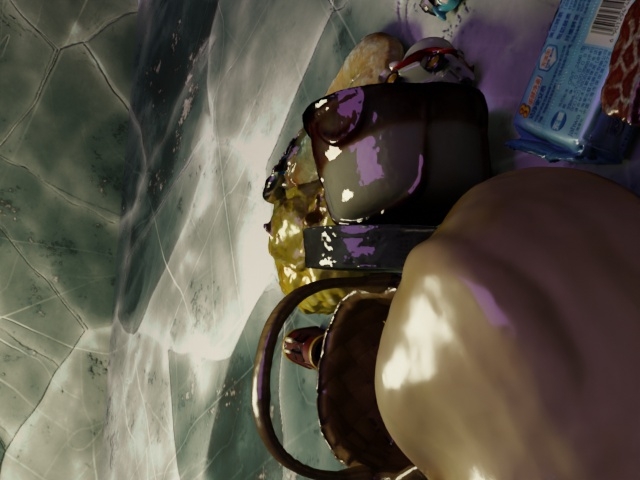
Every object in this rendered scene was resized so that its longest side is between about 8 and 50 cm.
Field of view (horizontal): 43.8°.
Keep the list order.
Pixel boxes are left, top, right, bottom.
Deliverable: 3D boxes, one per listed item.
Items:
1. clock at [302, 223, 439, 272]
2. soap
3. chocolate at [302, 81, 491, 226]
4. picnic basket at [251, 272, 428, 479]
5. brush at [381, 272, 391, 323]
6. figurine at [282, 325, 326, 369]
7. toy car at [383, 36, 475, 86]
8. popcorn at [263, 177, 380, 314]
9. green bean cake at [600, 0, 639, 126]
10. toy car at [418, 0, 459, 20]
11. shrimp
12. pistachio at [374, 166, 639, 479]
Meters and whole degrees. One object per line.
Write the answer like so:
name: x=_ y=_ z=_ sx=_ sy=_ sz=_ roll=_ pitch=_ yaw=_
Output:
clock: x=0.113 y=0.016 z=1.080 sx=0.281 sy=0.281 sz=0.055 roll=-3 pitch=83 yaw=60
soap: x=0.341 y=-0.226 z=0.963 sx=0.156 sy=0.077 sz=0.293 roll=44 pitch=117 yaw=58
chocolate: x=0.111 y=-0.104 z=1.151 sx=0.284 sy=0.284 sz=0.186 roll=-14 pitch=77 yaw=59
picnic basket: x=0.054 y=0.185 z=1.081 sx=0.337 sy=0.337 sz=0.293 roll=-8 pitch=73 yaw=60
brush: x=0.106 y=0.069 z=1.339 sx=0.103 sy=0.013 sz=0.272 roll=-16 pitch=66 yaw=58
figurine: x=-0.015 y=0.193 z=1.423 sx=0.154 sy=0.098 sz=0.082 roll=0 pitch=76 yaw=63
toy car: x=0.177 y=-0.270 z=1.258 sx=0.139 sy=0.112 sz=0.112 roll=-25 pitch=42 yaw=44
popcorn: x=0.000 y=0.000 z=1.350 sx=0.266 sy=0.192 sz=0.233 roll=110 pitch=159 yaw=-50
green bean cake: x=0.354 y=-0.152 z=0.719 sx=0.233 sy=0.097 sz=0.198 roll=-160 pitch=84 yaw=-71
toy car: x=0.177 y=-0.448 z=1.310 sx=0.126 sy=0.098 sz=0.161 roll=-47 pitch=40 yaw=46
shrimp: x=0.015 y=-0.217 z=1.521 sx=0.445 sy=0.110 sz=0.221 roll=-47 pitch=36 yaw=38
pistachio: x=0.228 y=0.140 z=0.808 sx=0.365 sy=0.281 sz=0.445 roll=-19 pitch=69 yaw=35
